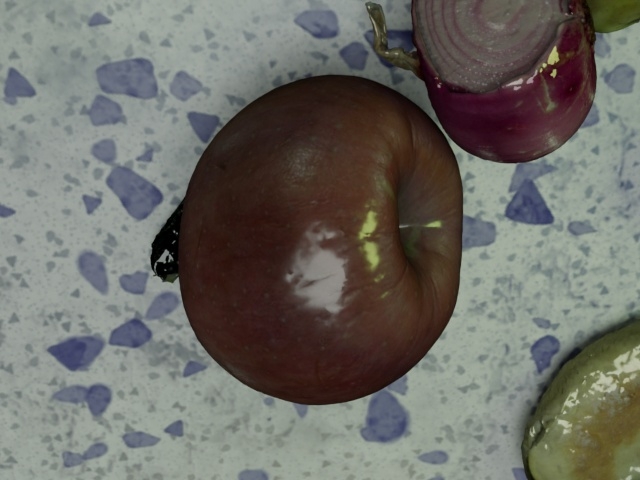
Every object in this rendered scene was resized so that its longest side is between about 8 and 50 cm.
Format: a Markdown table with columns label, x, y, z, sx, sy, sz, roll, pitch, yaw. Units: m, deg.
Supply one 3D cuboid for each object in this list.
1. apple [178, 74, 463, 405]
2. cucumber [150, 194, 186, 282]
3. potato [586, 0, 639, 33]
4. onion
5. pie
| label | x | y | z | sx | sy | sz | roll | pitch | yaw |
| --- | --- | --- | --- | --- | --- | --- | --- | --- | --- |
| apple | 0.000 | 0.000 | 0.892 | 0.235 | 0.306 | 0.305 | -4 | 115 | 33 |
| cucumber | -0.124 | -0.037 | 0.994 | 0.053 | 0.053 | 0.181 | 30 | 107 | -12 |
| potato | 0.268 | -0.324 | 0.839 | 0.160 | 0.111 | 0.271 | -30 | 106 | -1 |
| onion | 0.171 | -0.169 | 0.867 | 0.201 | 0.207 | 0.200 | -21 | 140 | -19 |
| pie | 0.393 | 0.227 | 1.094 | 0.338 | 0.075 | 0.337 | 2 | 112 | 4 |
